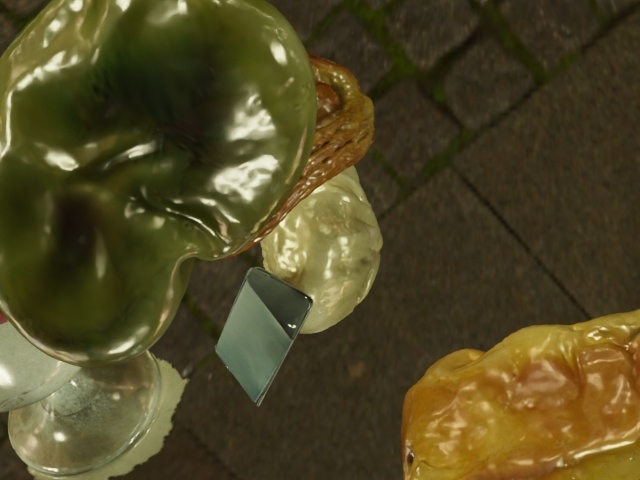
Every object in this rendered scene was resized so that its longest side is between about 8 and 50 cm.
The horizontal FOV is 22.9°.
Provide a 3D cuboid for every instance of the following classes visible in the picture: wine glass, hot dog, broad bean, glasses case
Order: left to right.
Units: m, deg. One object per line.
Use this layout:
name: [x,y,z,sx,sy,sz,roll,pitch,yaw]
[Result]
wine glass: [-0.310,0.093,1.639,0.238,0.238,0.323,-19,141,12]
broad bean: [-0.090,-0.040,0.745,0.153,0.072,0.207,26,114,-5]
glasses case: [-0.070,0.118,2.011,0.056,0.266,0.105,-32,77,-23]
hot dog: [-0.059,-0.107,1.697,0.259,0.114,0.175,-40,65,-11]

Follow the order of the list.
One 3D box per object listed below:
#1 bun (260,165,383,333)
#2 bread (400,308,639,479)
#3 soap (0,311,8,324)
bun: [0.000,0.000,2.056,0.160,0.259,0.259,-5,111,-4]
bread: [0.195,0.120,0.863,0.294,0.132,0.167,-9,142,17]
soap: [-0.262,-0.011,1.121,0.250,0.162,0.099,-26,139,12]
